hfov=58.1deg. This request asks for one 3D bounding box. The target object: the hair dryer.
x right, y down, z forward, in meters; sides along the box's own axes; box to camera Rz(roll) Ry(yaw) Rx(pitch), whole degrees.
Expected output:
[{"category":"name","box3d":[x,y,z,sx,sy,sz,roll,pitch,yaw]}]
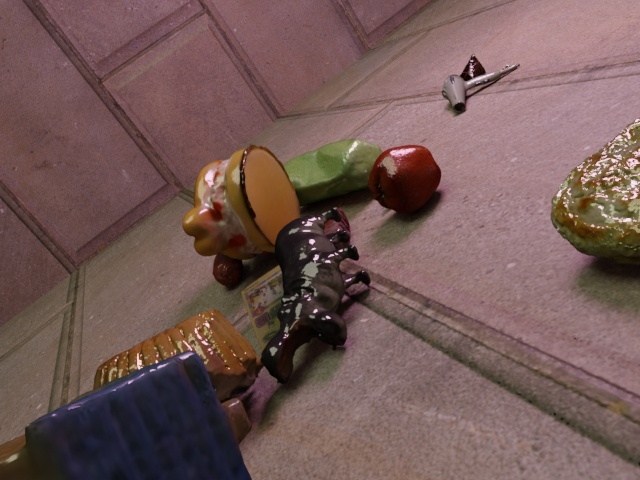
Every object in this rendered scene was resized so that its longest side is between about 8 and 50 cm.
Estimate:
[{"category":"hair dryer","box3d":[0.410,-0.393,1.491,0.199,0.067,0.167,-6,42,27]}]

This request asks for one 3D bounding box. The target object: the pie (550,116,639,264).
[{"category":"pie","box3d":[0.401,-0.061,0.675,0.248,0.090,0.201,-38,31,-6]}]

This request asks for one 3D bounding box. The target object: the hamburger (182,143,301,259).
[{"category":"hamburger","box3d":[-0.186,-0.068,1.348,0.186,0.261,0.303,-18,28,20]}]

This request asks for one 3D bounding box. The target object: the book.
[{"category":"book","box3d":[-0.060,0.104,1.076,0.168,0.013,0.192,-34,35,1]}]

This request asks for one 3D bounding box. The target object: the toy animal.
[{"category":"toy animal","box3d":[-0.008,0.072,0.960,0.168,0.106,0.343,-15,36,14]}]

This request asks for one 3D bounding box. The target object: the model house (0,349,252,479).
[{"category":"model house","box3d":[-0.207,0.314,0.535,0.342,0.335,0.382,-23,-2,-24]}]

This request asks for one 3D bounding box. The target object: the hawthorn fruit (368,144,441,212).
[{"category":"hawthorn fruit","box3d":[0.166,-0.125,1.129,0.138,0.133,0.133,-30,18,-14]}]

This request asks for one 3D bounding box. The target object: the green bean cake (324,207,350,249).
[{"category":"green bean cake","box3d":[0.000,0.000,1.218,0.135,0.056,0.135,-29,20,16]}]

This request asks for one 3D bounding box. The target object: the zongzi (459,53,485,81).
[{"category":"zongzi","box3d":[0.414,-0.467,1.619,0.073,0.067,0.083,-1,56,46]}]

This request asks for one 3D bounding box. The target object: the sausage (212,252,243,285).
[{"category":"sausage","box3d":[-0.226,0.065,1.413,0.076,0.076,0.141,-35,21,0]}]

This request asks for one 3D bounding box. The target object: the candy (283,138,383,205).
[{"category":"candy","box3d":[0.021,-0.162,1.447,0.343,0.142,0.132,-9,48,56]}]

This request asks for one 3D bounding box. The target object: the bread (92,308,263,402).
[{"category":"bread","box3d":[-0.229,0.217,0.879,0.274,0.149,0.274,-32,-10,-6]}]
